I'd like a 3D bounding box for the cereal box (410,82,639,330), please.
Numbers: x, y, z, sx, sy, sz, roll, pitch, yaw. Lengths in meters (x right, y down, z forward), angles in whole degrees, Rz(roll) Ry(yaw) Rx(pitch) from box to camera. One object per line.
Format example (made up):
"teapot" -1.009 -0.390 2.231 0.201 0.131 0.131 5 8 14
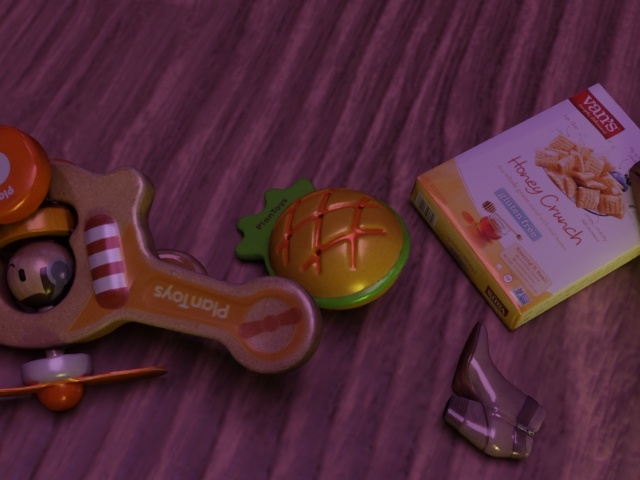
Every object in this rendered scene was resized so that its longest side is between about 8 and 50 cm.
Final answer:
"cereal box" 0.233 -0.039 1.224 0.240 0.047 0.173 -29 68 -20

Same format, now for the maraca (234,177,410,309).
"maraca" 0.000 0.000 1.154 0.185 0.099 0.127 26 61 38

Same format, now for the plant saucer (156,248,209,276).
"plant saucer" -0.144 0.041 1.158 0.083 0.015 0.083 3 60 -5

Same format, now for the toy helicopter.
"toy helicopter" -0.172 0.055 1.071 0.355 0.140 0.235 15 82 15

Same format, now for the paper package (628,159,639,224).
"paper package" 0.482 0.025 1.120 0.324 0.168 0.310 -2 66 -11

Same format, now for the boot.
"boot" 0.163 0.140 1.123 0.087 0.042 0.118 23 61 0
